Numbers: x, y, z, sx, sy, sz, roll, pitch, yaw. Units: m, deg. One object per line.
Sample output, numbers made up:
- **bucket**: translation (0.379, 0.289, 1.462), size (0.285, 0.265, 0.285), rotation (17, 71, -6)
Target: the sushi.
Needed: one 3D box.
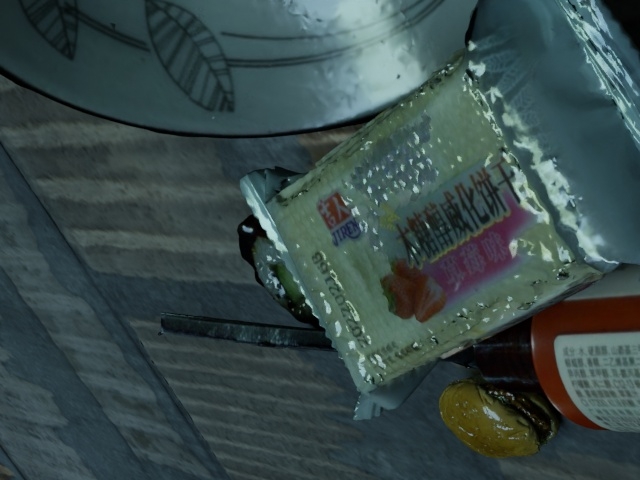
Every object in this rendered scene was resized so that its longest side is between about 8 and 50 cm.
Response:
- **sushi**: translation (0.000, 0.001, 0.984), size (0.094, 0.084, 0.098), rotation (31, 143, 34)

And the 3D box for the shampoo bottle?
- **shampoo bottle**: translation (0.191, 0.054, 0.772), size (0.278, 0.104, 0.104), rotation (-8, 120, 56)

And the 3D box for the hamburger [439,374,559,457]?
- **hamburger**: translation (0.126, 0.126, 1.008), size (0.076, 0.044, 0.083), rotation (47, 155, -12)

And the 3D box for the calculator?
- **calculator**: translation (0.011, 0.074, 1.020), size (0.261, 0.161, 0.021), rotation (0, 83, 52)

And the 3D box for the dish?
- **dish**: translation (-0.047, -0.170, 0.736), size (0.316, 0.106, 0.316), rotation (1, 156, 1)

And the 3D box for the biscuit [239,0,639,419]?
- **biscuit**: translation (0.075, -0.021, 0.760), size (0.309, 0.079, 0.186), rotation (-34, 84, 54)
